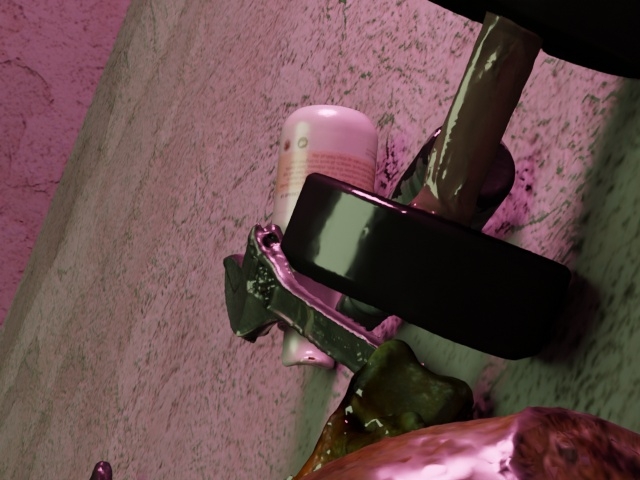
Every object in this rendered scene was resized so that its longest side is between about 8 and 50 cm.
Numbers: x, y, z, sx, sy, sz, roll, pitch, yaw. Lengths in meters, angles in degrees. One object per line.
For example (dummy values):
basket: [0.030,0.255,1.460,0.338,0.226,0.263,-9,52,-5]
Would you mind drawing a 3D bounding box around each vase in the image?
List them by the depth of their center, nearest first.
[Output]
vase: [0.056,0.003,1.097,0.211,0.060,0.060,124,161,-55]

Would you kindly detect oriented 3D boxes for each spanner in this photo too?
spanner: [0.000,0.058,1.143,0.325,0.026,0.093,-148,58,-60]

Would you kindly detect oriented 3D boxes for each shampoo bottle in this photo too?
shampoo bottle: [0.000,0.000,1.268,0.074,0.074,0.192,152,125,-67]

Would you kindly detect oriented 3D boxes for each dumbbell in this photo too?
dumbbell: [0.083,-0.062,0.916,0.152,0.152,0.218,-149,80,-74]

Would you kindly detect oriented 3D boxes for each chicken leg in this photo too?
chicken leg: [-0.042,0.236,0.986,0.211,0.140,0.361,-78,12,-56]

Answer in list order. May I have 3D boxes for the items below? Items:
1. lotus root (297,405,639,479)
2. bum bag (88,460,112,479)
lotus root: [0.025,0.223,0.632,0.346,0.250,0.250,-60,18,15]
bum bag: [-0.221,0.323,1.600,0.310,0.074,0.137,-97,21,-59]
